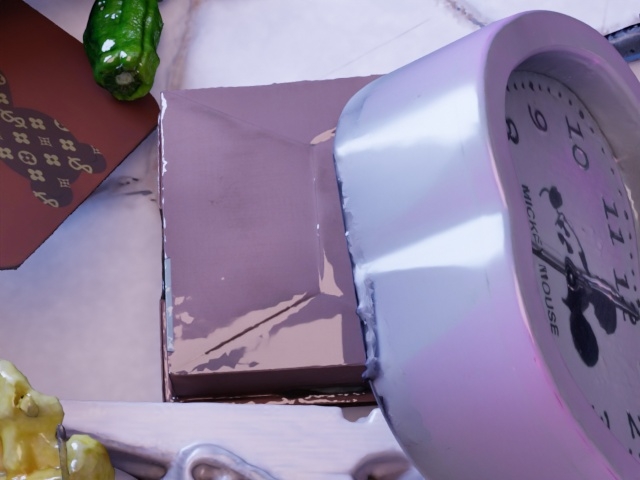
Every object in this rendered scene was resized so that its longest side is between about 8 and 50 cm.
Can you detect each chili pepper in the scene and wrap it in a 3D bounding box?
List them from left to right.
[{"bbox_3d":[-0.114,-0.174,1.193,0.073,0.050,0.182,14,60,29],"label":"chili pepper"}]

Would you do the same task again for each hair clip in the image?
[{"bbox_3d":[-0.034,0.153,1.055,0.331,0.085,0.101,-1,64,1],"label":"hair clip"}]

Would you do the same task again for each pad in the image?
[{"bbox_3d":[-0.215,-0.085,1.081,0.181,0.004,0.267,35,33,-1],"label":"pad"}]

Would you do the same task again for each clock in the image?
[{"bbox_3d":[0.141,0.027,1.007,0.102,0.338,0.338,-21,67,30],"label":"clock"}]

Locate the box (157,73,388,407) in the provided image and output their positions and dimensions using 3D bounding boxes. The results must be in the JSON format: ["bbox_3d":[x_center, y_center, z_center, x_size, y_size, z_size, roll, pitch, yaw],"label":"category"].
[{"bbox_3d":[0.000,0.000,1.110,0.215,0.086,0.215,-3,71,-1],"label":"box"}]

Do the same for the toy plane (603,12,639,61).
[{"bbox_3d":[0.278,-0.166,1.171,0.246,0.078,0.169,-17,71,-6],"label":"toy plane"}]

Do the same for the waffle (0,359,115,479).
[{"bbox_3d":[-0.215,0.212,0.999,0.262,0.060,0.280,40,104,8],"label":"waffle"}]
